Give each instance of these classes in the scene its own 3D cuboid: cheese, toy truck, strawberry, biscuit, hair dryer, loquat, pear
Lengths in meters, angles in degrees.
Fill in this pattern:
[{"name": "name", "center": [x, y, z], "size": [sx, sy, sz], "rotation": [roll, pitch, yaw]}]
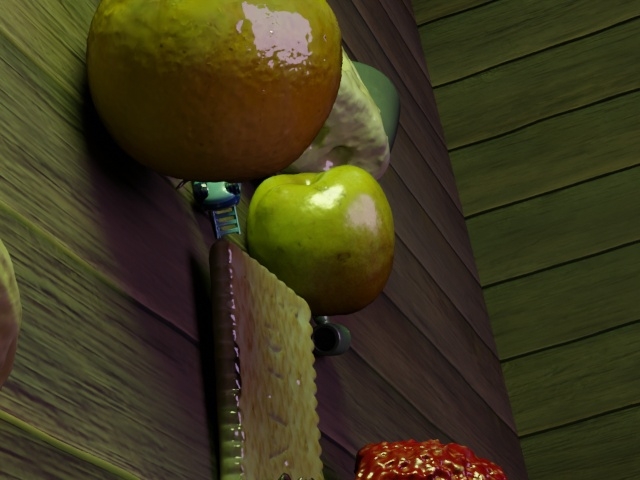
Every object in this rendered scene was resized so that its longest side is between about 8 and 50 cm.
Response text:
[{"name": "cheese", "center": [-0.018, -0.169, 1.979], "size": [0.251, 0.173, 0.248], "rotation": [61, 16, 4]}, {"name": "toy truck", "center": [-0.119, -0.048, 1.757], "size": [0.073, 0.056, 0.090], "rotation": [-101, 178, -49]}, {"name": "strawberry", "center": [0.154, 0.377, 1.859], "size": [0.261, 0.257, 0.261], "rotation": [-9, 90, -74]}, {"name": "biscuit", "center": [-0.062, 0.176, 1.655], "size": [0.217, 0.044, 0.325], "rotation": [43, 36, -53]}, {"name": "hair dryer", "center": [-0.009, 0.092, 2.051], "size": [0.150, 0.047, 0.071], "rotation": [64, 10, 10]}, {"name": "loquat", "center": [-0.117, -0.181, 1.535], "size": [0.275, 0.274, 0.275], "rotation": [-18, 90, -76]}, {"name": "pear", "center": [0.000, 0.000, 1.877], "size": [0.200, 0.200, 0.200], "rotation": [-18, 90, -76]}]

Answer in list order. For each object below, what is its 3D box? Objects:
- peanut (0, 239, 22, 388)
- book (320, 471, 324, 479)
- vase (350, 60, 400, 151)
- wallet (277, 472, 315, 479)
[{"name": "peanut", "center": [-0.282, -0.033, 0.921], "size": [0.153, 0.140, 0.325], "rotation": [-121, -169, -75]}, {"name": "book", "center": [-0.034, 0.268, 1.766], "size": [0.192, 0.013, 0.168], "rotation": [5, 68, -74]}, {"name": "vase", "center": [0.032, -0.113, 2.203], "size": [0.321, 0.173, 0.173], "rotation": [-86, 154, -47]}, {"name": "wallet", "center": [-0.026, 0.360, 1.521], "size": [0.161, 0.042, 0.195], "rotation": [68, 29, -26]}]
